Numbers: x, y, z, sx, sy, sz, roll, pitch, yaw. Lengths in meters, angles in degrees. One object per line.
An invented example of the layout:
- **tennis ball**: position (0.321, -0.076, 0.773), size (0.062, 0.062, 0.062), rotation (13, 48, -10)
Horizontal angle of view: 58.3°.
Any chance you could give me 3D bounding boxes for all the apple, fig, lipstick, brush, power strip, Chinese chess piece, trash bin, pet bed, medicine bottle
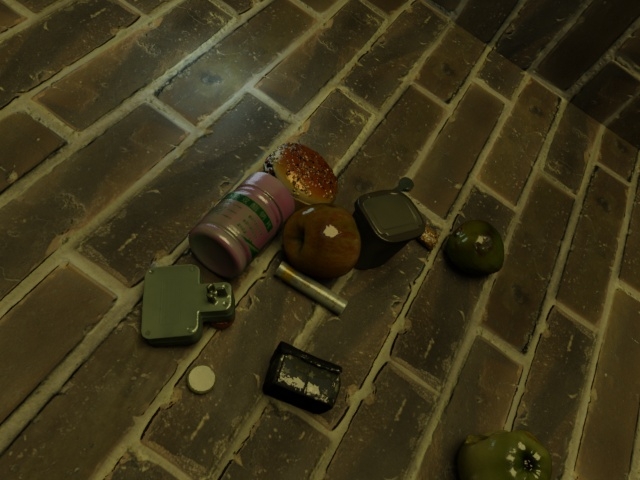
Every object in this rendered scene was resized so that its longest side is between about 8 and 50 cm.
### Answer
- **apple**: position (0.552, 0.690, 1.735), size (0.279, 0.279, 0.279), rotation (11, 56, -16)
- **fig**: position (0.603, 0.038, 2.187), size (0.230, 0.207, 0.207), rotation (49, 54, 6)
- **lipstick**: position (-0.030, 0.161, 1.932), size (0.264, 0.059, 0.059), rotation (31, 53, -1)
- **brush**: position (0.279, -0.182, 2.304), size (0.266, 0.027, 0.062), rotation (-34, 76, -31)
- **power strip**: position (-0.388, 0.178, 1.685), size (0.260, 0.141, 0.230), rotation (-4, 61, -3)
- **apple**: position (0.000, 0.000, 1.917), size (0.264, 0.264, 0.264), rotation (11, 56, -16)
- **Chinese chess piece**: position (-0.346, 0.403, 1.662), size (0.084, 0.034, 0.084), rotation (10, 59, -17)
- **trash bin**: position (0.203, -0.031, 2.031), size (0.219, 0.250, 0.219), rotation (-11, 64, -28)
- **pet bed**: position (-0.048, 0.400, 1.701), size (0.210, 0.183, 0.159), rotation (22, 60, -6)
- **medicine bottle**: position (-0.252, -0.054, 1.879), size (0.212, 0.212, 0.325), rotation (38, 54, 3)

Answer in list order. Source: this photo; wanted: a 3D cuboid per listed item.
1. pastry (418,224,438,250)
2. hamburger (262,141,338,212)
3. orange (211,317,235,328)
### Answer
- **pastry**: position (0.399, -0.029, 2.233), size (0.140, 0.056, 0.080), rotation (38, 64, 0)
- **hamburger**: position (-0.074, -0.221, 2.056), size (0.300, 0.176, 0.300), rotation (21, 39, -18)
- **orange**: position (-0.301, 0.232, 1.771), size (0.086, 0.062, 0.086), rotation (2, 62, -3)
